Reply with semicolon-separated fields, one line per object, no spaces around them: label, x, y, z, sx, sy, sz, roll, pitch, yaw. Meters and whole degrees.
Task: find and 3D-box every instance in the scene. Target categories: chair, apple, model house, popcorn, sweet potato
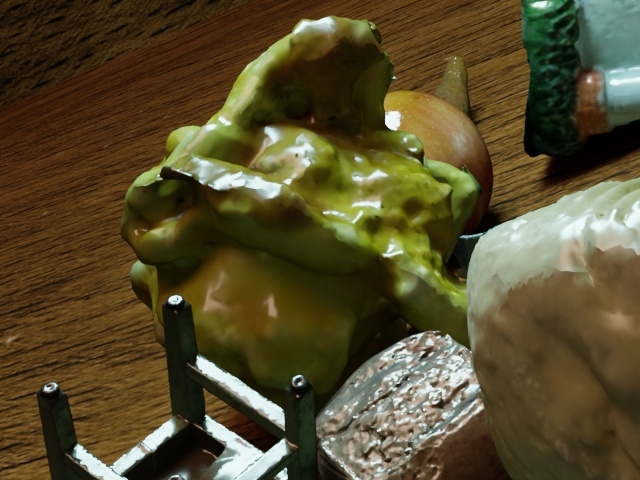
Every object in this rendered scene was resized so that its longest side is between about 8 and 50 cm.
chair;-0.094;0.193;1.300;0.147;0.270;0.136;31;50;30
apple;0.066;-0.057;1.776;0.201;0.162;0.201;-25;19;9
model house;0.343;-0.207;1.819;0.291;0.184;0.253;-8;16;18
popcorn;0.003;0.011;1.533;0.290;0.321;0.325;-37;-6;37
sweet potato;0.110;-0.106;2.028;0.072;0.066;0.314;-25;18;35

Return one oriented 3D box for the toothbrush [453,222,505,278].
toothbrush;0.306;-0.044;1.581;0.418;0.040;0.042;-18;2;19

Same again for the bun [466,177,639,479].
bun;0.238;0.064;0.999;0.349;0.227;0.352;-13;-5;-45

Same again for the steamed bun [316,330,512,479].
steamed bun;0.067;0.138;1.291;0.145;0.106;0.175;-33;19;-14
